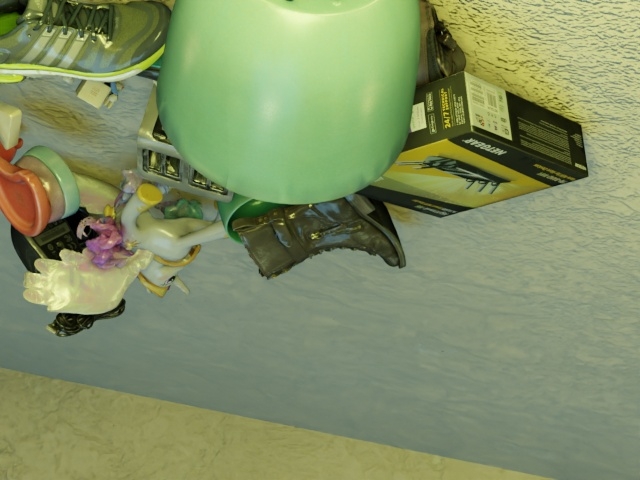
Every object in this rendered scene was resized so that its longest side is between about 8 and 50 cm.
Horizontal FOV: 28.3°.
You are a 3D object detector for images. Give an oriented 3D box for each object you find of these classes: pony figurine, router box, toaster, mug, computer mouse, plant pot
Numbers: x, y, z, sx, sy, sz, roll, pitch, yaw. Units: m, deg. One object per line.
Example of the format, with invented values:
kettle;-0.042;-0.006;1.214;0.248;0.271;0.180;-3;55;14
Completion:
pony figurine;-0.330;-0.012;2.266;0.351;0.303;0.363;17;145;-26
router box;0.170;-0.115;1.657;0.243;0.081;0.309;-16;163;36
toaster;-0.196;-0.152;1.978;0.168;0.110;0.186;18;159;-2
mug;-0.098;-0.078;2.094;0.157;0.097;0.129;-40;140;23
computer mouse;-0.490;0.048;2.326;0.072;0.272;0.188;-32;177;32
plant pot;-0.024;-0.224;1.349;0.293;0.293;0.235;16;145;1

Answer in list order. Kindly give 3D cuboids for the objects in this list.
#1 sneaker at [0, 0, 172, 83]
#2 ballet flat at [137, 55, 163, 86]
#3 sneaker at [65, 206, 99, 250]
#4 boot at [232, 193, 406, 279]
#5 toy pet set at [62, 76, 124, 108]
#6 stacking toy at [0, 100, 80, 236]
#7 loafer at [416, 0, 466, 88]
sneaker;-0.344;-0.281;1.702;0.299;0.111;0.121;-6;156;5
ballet flat;-0.269;-0.261;1.820;0.203;0.074;0.074;13;159;2
sneaker;-0.476;0.016;2.601;0.295;0.105;0.147;37;156;-34
boot;0.000;0.000;2.092;0.229;0.091;0.263;-29;133;11
toy pet set;-0.352;-0.255;1.939;0.122;0.065;0.114;30;-170;-25
stacking toy;-0.523;-0.176;2.129;0.309;0.130;0.280;31;138;30
loafer;0.144;-0.225;1.590;0.095;0.109;0.302;-5;163;4
